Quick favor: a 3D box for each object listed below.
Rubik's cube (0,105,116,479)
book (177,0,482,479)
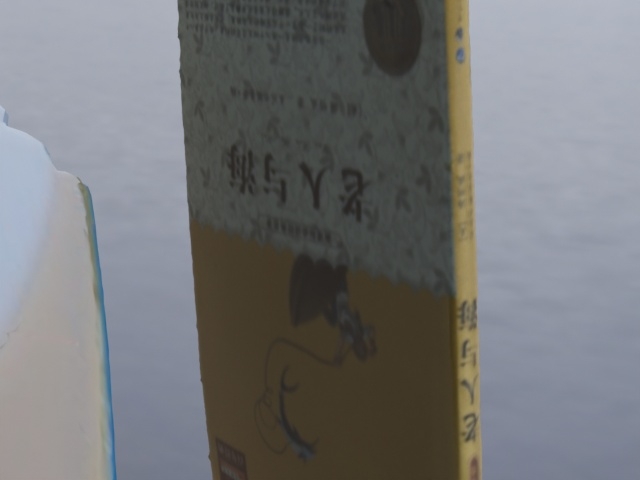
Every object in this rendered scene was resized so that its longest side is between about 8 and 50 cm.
[{"bbox_3d":[-0.277,0.149,0.505,0.347,0.351,0.352,11,48,-23],"label":"Rubik's cube"},{"bbox_3d":[0.000,0.000,0.859,0.032,0.389,0.269,-13,17,-33],"label":"book"}]
